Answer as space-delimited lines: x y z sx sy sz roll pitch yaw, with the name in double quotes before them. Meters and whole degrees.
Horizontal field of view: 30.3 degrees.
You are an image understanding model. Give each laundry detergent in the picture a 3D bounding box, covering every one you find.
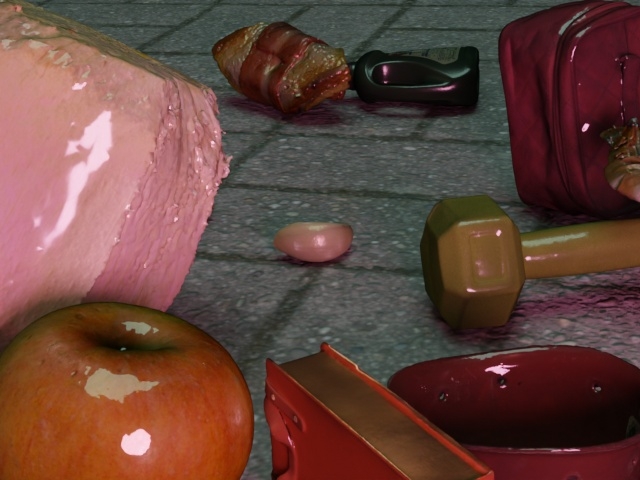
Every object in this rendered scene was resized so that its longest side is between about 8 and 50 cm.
"laundry detergent" 0.113 -0.231 1.672 0.221 0.078 0.144 1 27 9

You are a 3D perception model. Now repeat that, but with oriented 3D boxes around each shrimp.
"shrimp" 0.288 -0.072 1.041 0.091 0.043 0.184 -8 24 -1

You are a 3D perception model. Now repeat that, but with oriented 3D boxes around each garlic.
"garlic" 0.000 -0.001 1.201 0.083 0.041 0.053 -8 9 -30

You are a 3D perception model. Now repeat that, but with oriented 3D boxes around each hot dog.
"hot dog" -0.046 -0.240 1.683 0.261 0.123 0.093 32 -1 40

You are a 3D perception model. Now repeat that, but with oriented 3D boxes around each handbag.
"handbag" 0.281 -0.136 1.235 0.146 0.225 0.135 -18 18 -27
"handbag" 0.029 0.155 0.716 0.062 0.127 0.190 -14 25 -26

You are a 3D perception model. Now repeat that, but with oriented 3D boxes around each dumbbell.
"dumbbell" 0.244 0.006 1.057 0.302 0.121 0.108 -8 -5 -7

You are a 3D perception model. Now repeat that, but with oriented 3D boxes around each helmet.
"helmet" 0.128 0.141 0.757 0.175 0.106 0.155 3 19 10

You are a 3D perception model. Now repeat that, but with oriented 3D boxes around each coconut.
"coconut" -0.238 -0.025 0.976 0.297 0.309 0.297 24 8 -4

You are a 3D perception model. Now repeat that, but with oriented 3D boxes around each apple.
"apple" -0.137 0.127 0.782 0.182 0.155 0.182 10 19 -4

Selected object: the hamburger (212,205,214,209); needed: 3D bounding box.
"hamburger" -0.213 -0.071 1.327 0.164 0.093 0.189 -21 27 -34
